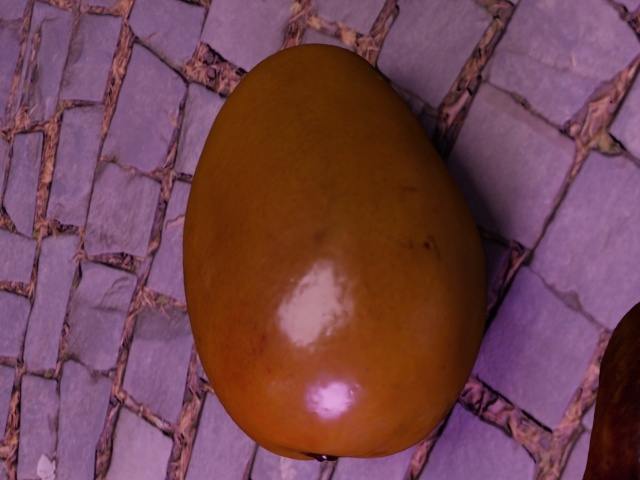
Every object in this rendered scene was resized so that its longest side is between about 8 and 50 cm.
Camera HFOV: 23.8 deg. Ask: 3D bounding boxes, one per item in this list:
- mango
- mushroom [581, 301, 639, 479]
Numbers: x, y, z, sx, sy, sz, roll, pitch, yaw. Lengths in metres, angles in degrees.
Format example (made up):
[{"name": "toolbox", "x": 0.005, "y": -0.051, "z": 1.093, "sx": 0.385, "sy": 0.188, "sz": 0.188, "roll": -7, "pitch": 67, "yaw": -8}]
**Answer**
[{"name": "mango", "x": 0.000, "y": 0.000, "z": 1.400, "sx": 0.300, "sy": 0.232, "sz": 0.446, "roll": -46, "pitch": 42, "yaw": 35}, {"name": "mushroom", "x": 0.270, "y": 0.192, "z": 1.075, "sx": 0.254, "sy": 0.267, "sz": 0.267, "roll": 39, "pitch": 111, "yaw": 11}]
